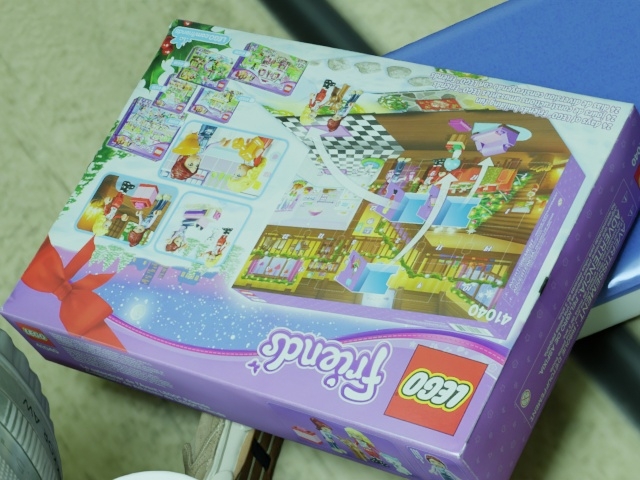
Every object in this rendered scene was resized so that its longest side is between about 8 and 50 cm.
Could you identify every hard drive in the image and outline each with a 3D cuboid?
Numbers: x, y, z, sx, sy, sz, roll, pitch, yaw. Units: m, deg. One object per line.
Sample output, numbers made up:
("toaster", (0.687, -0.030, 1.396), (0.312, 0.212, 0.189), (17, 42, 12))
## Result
("hard drive", (0.140, -0.052, 1.038), (0.319, 0.040, 0.210), (-23, 51, 12))

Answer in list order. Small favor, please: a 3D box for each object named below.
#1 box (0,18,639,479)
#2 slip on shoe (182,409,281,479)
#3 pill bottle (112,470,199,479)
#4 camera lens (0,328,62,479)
("box", (0.000, 0.000, 1.010), (0.293, 0.057, 0.201), (15, 65, 34))
("slip on shoe", (-0.052, 0.117, 1.016), (0.041, 0.051, 0.135), (4, 58, 24))
("pill bottle", (-0.024, 0.193, 0.822), (0.136, 0.245, 0.136), (-14, 53, 19))
("camera lens", (-0.223, 0.158, 0.816), (0.219, 0.219, 0.274), (-24, 26, 12))
